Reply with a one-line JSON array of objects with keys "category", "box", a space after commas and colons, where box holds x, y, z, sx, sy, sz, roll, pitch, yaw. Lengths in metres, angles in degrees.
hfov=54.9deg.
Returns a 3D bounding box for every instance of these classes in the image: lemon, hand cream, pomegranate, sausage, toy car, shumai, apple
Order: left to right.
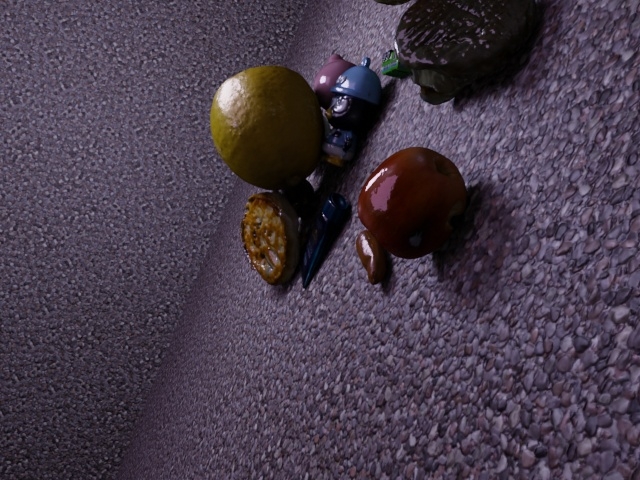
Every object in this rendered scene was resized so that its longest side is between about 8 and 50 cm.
[{"category": "lemon", "box": [-0.145, -0.311, 1.837, 0.364, 0.364, 0.364, -55, 20, 33]}, {"category": "pomegranate", "box": [-0.085, -0.137, 1.973, 0.148, 0.148, 0.169, -63, 24, 13]}, {"category": "hand cream", "box": [0.000, 0.000, 1.691, 0.120, 0.061, 0.270, -102, 30, -54]}, {"category": "sausage", "box": [0.110, 0.032, 1.304, 0.183, 0.054, 0.062, -105, 9, -61]}, {"category": "toy car", "box": [0.215, -0.466, 1.608, 0.165, 0.071, 0.062, -161, 79, -73]}, {"category": "apple", "box": [0.165, -0.069, 1.083, 0.199, 0.199, 0.199, -55, 20, 33]}, {"category": "shumai", "box": [0.293, -0.376, 1.198, 0.272, 0.203, 0.222, 8, 74, 36]}]

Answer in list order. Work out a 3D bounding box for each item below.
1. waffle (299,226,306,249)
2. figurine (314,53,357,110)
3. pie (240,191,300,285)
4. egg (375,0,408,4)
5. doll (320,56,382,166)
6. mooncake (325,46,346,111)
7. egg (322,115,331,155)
[{"category": "waffle", "box": [-0.083, 0.023, 1.945, 0.135, 0.021, 0.092, -58, 19, 27]}, {"category": "figurine", "box": [0.060, -0.473, 1.911, 0.173, 0.173, 0.173, -55, 20, 33]}, {"category": "pie", "box": [-0.152, -0.006, 1.914, 0.315, 0.092, 0.315, 15, 108, 56]}, {"category": "egg", "box": [0.218, -0.803, 1.758, 0.238, 0.238, 0.289, -49, 1, 44]}, {"category": "doll", "box": [0.083, -0.368, 1.755, 0.314, 0.141, 0.177, -70, 23, 7]}, {"category": "mooncake", "box": [0.060, -0.578, 2.257, 0.150, 0.057, 0.347, -44, 32, 24]}, {"category": "egg", "box": [-0.042, -0.340, 2.072, 0.149, 0.149, 0.192, -156, 83, -73]}]
